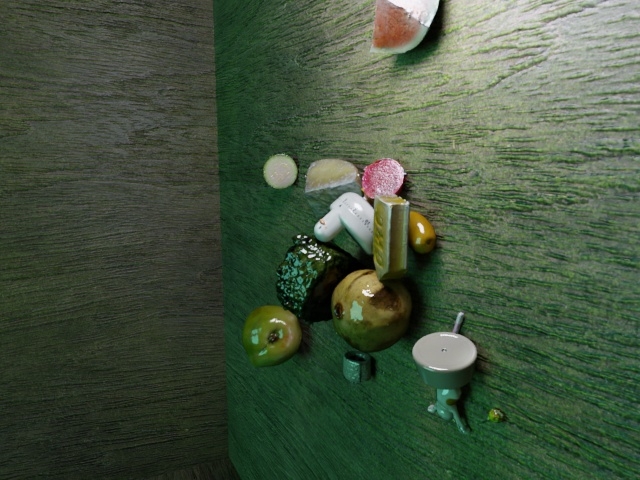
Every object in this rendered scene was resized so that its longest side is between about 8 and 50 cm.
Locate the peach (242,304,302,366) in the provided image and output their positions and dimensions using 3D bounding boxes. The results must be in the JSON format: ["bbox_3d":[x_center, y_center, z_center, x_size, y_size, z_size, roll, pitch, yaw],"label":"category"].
[{"bbox_3d":[-0.245,0.460,2.442,0.282,0.314,0.315,57,-178,-11],"label":"peach"}]

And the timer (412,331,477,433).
[{"bbox_3d":[0.363,0.421,1.423,0.175,0.175,0.266,34,139,57],"label":"timer"}]

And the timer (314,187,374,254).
[{"bbox_3d":[0.114,-0.045,1.701,0.233,0.240,0.233,49,180,0],"label":"timer"}]

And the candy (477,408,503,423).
[{"bbox_3d":[0.458,0.488,1.351,0.123,0.035,0.035,111,155,-56],"label":"candy"}]

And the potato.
[{"bbox_3d":[0.084,-0.201,1.925,0.264,0.211,0.189,-10,41,32],"label":"potato"}]

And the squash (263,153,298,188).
[{"bbox_3d":[-0.201,-0.336,2.404,0.123,0.170,0.170,-147,56,-72],"label":"squash"}]

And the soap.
[{"bbox_3d":[0.216,-0.003,1.531,0.160,0.080,0.258,-121,30,-72],"label":"soap"}]

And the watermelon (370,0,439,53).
[{"bbox_3d":[0.242,-0.679,1.457,0.260,0.176,0.256,93,172,-69],"label":"watermelon"}]

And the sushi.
[{"bbox_3d":[-0.010,0.147,1.763,0.178,0.352,0.294,35,95,31],"label":"sushi"}]

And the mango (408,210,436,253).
[{"bbox_3d":[0.297,-0.031,1.531,0.184,0.084,0.102,-113,29,-53],"label":"mango"}]

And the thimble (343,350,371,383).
[{"bbox_3d":[0.140,0.483,1.895,0.115,0.102,0.090,-150,59,-67],"label":"thimble"}]

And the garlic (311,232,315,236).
[{"bbox_3d":[-0.001,-0.005,2.136,0.074,0.094,0.113,-54,19,-10],"label":"garlic"}]

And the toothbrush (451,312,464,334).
[{"bbox_3d":[0.382,0.333,1.482,0.025,0.020,0.287,41,131,43],"label":"toothbrush"}]

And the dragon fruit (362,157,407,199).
[{"bbox_3d":[0.227,-0.190,1.650,0.153,0.111,0.153,-6,77,25],"label":"dragon fruit"}]

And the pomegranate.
[{"bbox_3d":[0.167,0.230,1.630,0.281,0.281,0.281,17,109,62],"label":"pomegranate"}]
